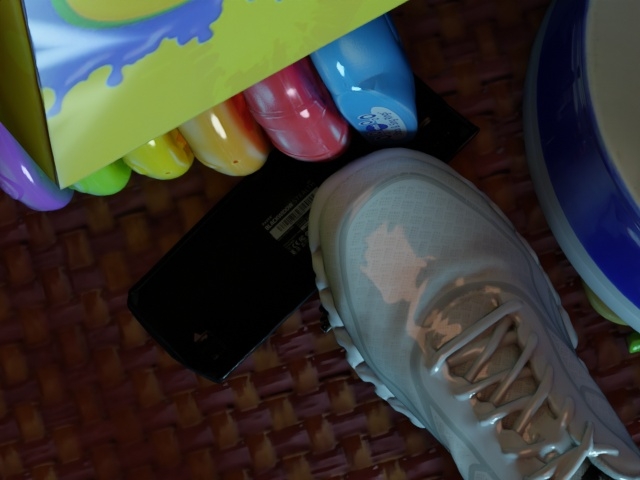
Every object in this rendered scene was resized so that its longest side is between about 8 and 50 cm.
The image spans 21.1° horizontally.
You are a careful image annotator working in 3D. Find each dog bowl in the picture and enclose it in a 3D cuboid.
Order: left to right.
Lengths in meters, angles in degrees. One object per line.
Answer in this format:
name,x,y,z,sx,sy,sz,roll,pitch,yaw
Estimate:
dog bowl,0.239,-0.068,0.835,0.265,0.104,0.265,2,77,-8

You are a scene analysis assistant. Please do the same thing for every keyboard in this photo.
keyboard,0.000,0.000,0.878,0.192,0.038,0.100,-44,68,-4

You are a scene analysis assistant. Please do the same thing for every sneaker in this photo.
sneaker,0.097,0.084,0.810,0.110,0.118,0.292,-34,101,-6

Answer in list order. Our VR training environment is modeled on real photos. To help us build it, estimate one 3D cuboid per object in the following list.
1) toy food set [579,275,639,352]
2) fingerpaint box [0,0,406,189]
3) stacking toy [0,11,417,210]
toy food set,0.193,-0.006,0.889,0.132,0.038,0.192,-15,79,-11
fingerpaint box,-0.023,-0.277,0.692,0.445,0.163,0.371,-31,58,-21
stacking toy,-0.118,-0.079,0.817,0.302,0.175,0.166,-21,78,7
